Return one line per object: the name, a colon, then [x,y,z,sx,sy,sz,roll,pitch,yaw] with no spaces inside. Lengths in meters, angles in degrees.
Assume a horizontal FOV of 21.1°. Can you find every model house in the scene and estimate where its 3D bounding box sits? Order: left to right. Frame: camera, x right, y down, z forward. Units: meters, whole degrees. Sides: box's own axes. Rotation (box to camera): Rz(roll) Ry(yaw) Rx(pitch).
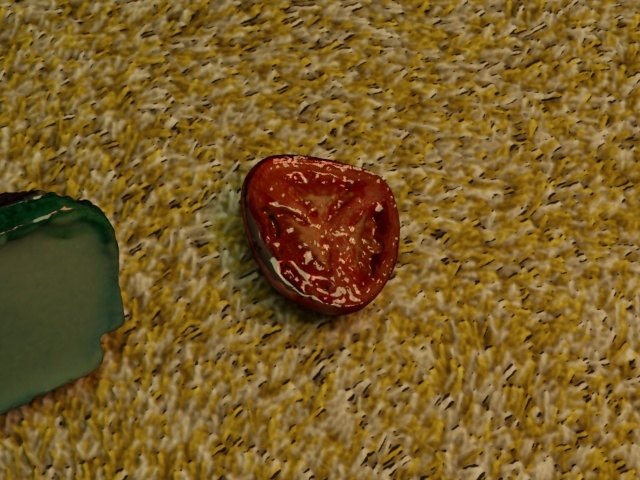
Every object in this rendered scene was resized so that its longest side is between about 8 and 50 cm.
model house: [-0.366,0.022,1.652,0.281,0.230,0.249,-24,47,-21]

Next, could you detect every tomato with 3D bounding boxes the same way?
tomato: [-0.007,0.004,1.769,0.166,0.082,0.174,8,60,-10]
